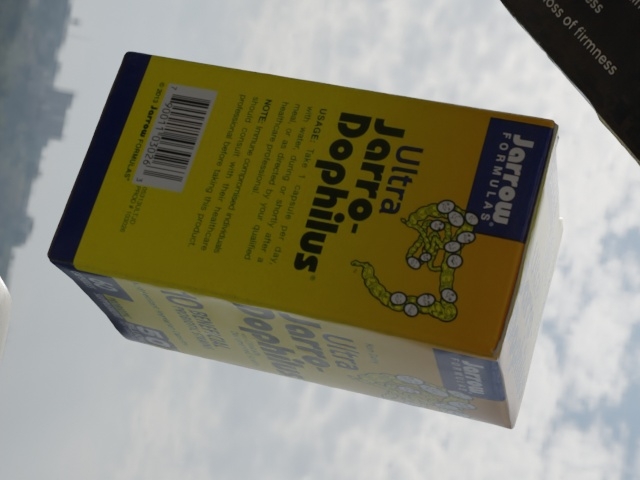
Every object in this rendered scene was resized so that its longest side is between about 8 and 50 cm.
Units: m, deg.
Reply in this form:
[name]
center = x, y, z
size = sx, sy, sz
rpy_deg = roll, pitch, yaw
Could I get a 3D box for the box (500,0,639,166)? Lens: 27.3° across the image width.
[box]
center = 0.508, -0.219, 1.191
size = 0.472, 0.297, 0.480
rpy_deg = -49, -126, 24

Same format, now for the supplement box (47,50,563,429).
[supplement box]
center = 0.000, 0.000, 1.064
size = 0.194, 0.357, 0.195
rpy_deg = 64, 40, -64

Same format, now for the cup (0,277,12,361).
[cup]
center = -0.452, 0.097, 1.330
size = 0.237, 0.331, 0.331
rpy_deg = -50, 180, -26
